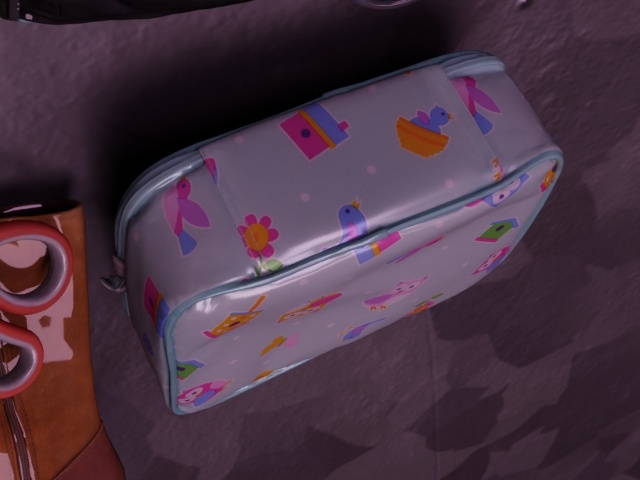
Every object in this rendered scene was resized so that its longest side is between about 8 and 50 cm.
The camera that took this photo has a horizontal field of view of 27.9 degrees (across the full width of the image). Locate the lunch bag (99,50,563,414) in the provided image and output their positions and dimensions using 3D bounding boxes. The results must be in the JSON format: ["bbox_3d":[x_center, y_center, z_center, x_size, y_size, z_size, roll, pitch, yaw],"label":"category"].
[{"bbox_3d":[0.000,0.000,0.821,0.279,0.108,0.224,-22,162,-15],"label":"lunch bag"}]

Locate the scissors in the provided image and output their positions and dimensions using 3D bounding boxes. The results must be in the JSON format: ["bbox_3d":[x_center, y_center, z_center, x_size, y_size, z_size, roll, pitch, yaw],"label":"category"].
[{"bbox_3d":[-0.237,-0.006,0.666,0.297,0.021,0.109,39,76,-48],"label":"scissors"}]

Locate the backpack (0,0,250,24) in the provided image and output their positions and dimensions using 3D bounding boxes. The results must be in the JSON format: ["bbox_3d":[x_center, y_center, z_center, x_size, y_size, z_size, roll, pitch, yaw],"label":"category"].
[{"bbox_3d":[-0.052,-0.178,0.562,0.188,0.144,0.166,-4,166,-19],"label":"backpack"}]

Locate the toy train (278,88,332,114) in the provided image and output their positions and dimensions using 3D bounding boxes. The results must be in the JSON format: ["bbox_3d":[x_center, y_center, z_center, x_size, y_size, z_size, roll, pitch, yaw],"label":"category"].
[{"bbox_3d":[-0.047,-0.049,0.835,0.158,0.027,0.036,-31,147,4],"label":"toy train"}]

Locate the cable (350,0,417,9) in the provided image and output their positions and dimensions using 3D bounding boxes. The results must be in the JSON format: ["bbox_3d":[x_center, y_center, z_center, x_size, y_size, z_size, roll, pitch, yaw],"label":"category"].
[{"bbox_3d":[0.061,-0.196,0.727,0.184,0.047,0.151,-14,146,-23],"label":"cable"}]

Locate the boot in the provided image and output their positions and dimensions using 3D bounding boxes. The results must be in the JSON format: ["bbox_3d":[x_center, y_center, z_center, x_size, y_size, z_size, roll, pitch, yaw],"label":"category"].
[{"bbox_3d":[-0.241,0.134,0.775,0.264,0.096,0.280,-18,118,-24],"label":"boot"}]
